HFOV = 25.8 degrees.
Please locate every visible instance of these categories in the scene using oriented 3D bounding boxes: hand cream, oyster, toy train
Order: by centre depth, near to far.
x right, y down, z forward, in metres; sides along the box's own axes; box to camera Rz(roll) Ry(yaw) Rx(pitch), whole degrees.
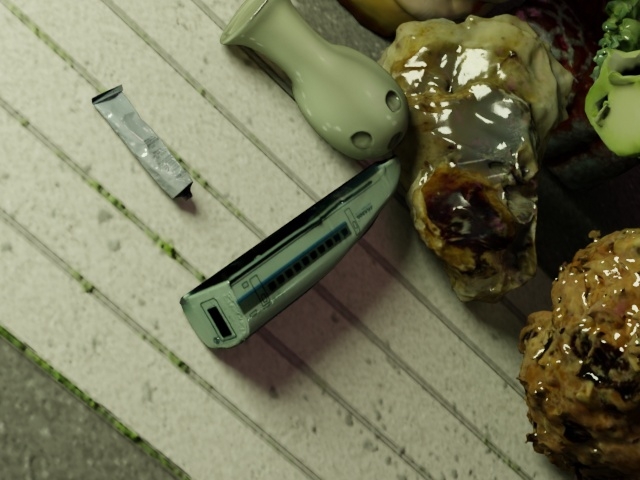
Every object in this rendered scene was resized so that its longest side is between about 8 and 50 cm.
[{"bbox_3d":[-0.120,-0.064,0.954,0.093,0.019,0.030,51,45,-3],"label":"hand cream"},{"bbox_3d":[0.000,-0.001,1.005,0.252,0.055,0.048,-37,96,-47],"label":"toy train"},{"bbox_3d":[0.123,-0.065,1.102,0.107,0.161,0.233,3,84,-77],"label":"oyster"}]

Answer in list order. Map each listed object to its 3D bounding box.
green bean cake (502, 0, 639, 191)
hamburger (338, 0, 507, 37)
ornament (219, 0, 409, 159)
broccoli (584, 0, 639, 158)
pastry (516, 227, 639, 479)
[{"bbox_3d":[0.239,-0.177,1.299,0.198,0.097,0.233,47,45,-16],"label":"green bean cake"},{"bbox_3d":[0.128,-0.323,1.167,0.276,0.237,0.276,20,59,-38],"label":"hamburger"},{"bbox_3d":[0.002,-0.126,1.062,0.156,0.081,0.075,40,89,-19],"label":"ornament"},{"bbox_3d":[0.359,-0.081,1.113,0.302,0.249,0.375,-28,49,-16],"label":"broccoli"},{"bbox_3d":[0.280,0.092,1.086,0.275,0.275,0.193,43,45,-20],"label":"pastry"}]
